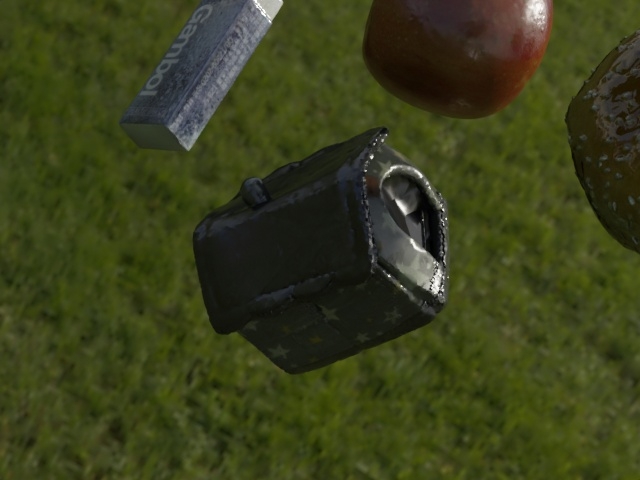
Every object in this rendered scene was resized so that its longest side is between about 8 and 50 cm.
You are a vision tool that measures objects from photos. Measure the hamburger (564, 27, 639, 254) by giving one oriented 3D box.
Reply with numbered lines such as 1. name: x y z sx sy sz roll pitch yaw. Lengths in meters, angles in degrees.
1. hamburger: 0.262 -0.076 1.052 0.122 0.189 0.215 58 7 -52

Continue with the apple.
1. apple: 0.129 -0.204 1.486 0.168 0.181 0.181 13 30 -3

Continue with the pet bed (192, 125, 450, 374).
1. pet bed: 0.000 0.000 1.479 0.159 0.211 0.183 41 39 -36

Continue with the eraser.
1. eraser: -0.131 -0.194 1.711 0.092 0.212 0.046 7 -31 47
